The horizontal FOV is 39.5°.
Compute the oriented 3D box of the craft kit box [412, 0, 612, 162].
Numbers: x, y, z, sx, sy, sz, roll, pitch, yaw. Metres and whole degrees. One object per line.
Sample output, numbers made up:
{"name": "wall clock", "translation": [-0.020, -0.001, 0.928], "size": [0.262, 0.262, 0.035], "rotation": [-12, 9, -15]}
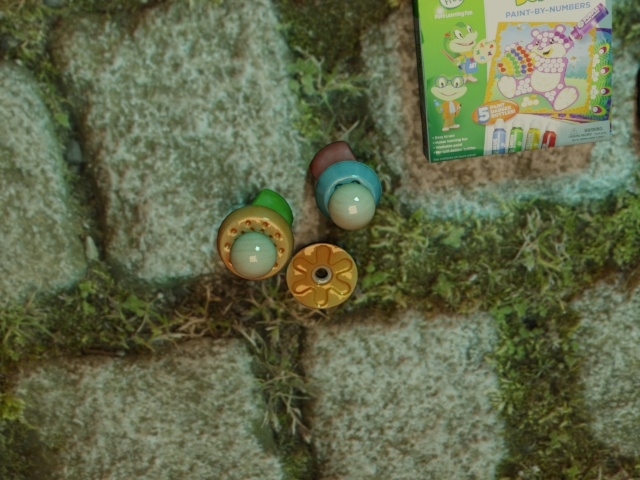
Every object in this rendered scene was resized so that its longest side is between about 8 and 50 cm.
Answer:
{"name": "craft kit box", "translation": [0.251, -0.238, 1.161], "size": [0.250, 0.061, 0.246], "rotation": [-8, 109, 0]}

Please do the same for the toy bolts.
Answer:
{"name": "toy bolts", "translation": [0.000, 0.000, 1.183], "size": [0.228, 0.158, 0.218], "rotation": [-41, 108, 12]}

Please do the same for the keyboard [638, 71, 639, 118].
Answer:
{"name": "keyboard", "translation": [0.586, -0.234, 1.191], "size": [0.317, 0.033, 0.201], "rotation": [-5, 113, -2]}
